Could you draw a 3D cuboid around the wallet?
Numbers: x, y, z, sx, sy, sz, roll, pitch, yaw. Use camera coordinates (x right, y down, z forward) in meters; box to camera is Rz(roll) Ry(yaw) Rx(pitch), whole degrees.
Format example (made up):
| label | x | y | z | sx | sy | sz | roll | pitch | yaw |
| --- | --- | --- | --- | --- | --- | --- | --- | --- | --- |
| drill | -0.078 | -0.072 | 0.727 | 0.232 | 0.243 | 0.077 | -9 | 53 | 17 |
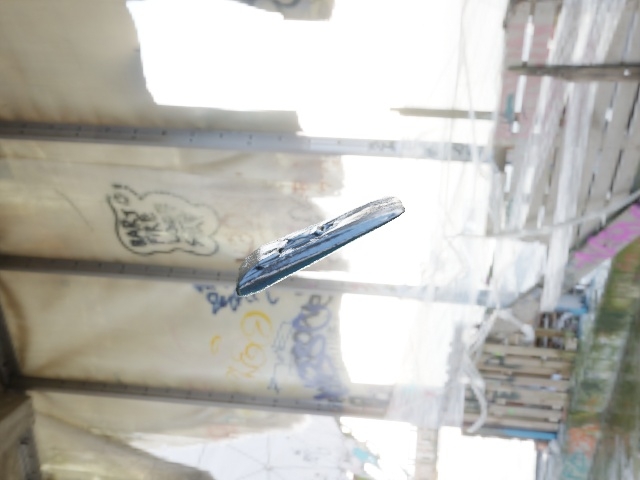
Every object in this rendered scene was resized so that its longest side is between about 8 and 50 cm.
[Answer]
| label | x | y | z | sx | sy | sz | roll | pitch | yaw |
| --- | --- | --- | --- | --- | --- | --- | --- | --- | --- |
| wallet | 0.000 | 0.000 | 1.075 | 0.052 | 0.245 | 0.168 | 63 | -174 | -6 |
